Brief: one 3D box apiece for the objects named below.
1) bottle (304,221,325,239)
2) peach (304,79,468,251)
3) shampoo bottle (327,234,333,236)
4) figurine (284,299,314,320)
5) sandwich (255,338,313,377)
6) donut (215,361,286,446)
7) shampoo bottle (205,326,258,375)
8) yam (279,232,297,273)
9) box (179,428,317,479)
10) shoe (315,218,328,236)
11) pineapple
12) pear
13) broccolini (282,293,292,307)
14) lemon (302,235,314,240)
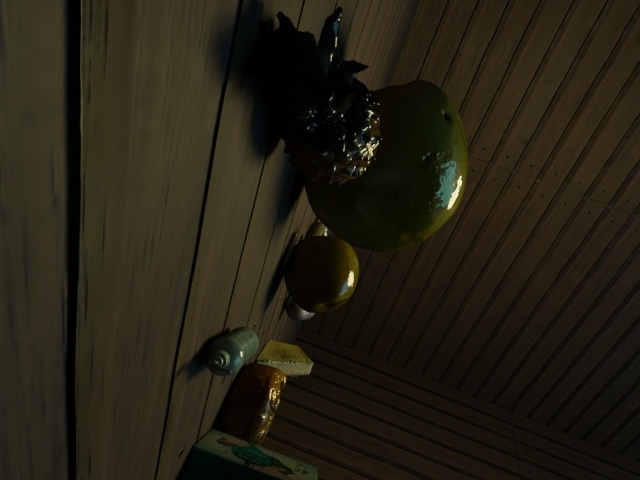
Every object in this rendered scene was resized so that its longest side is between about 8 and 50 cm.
[{"bbox_3d":[-0.020,-0.014,1.399,0.096,0.045,0.045,-62,172,-45],"label":"bottle"},{"bbox_3d":[0.129,-0.141,0.877,0.281,0.315,0.315,-90,156,-59],"label":"peach"},{"bbox_3d":[-0.007,0.082,1.944,0.067,0.068,0.236,94,17,-71],"label":"shampoo bottle"},{"bbox_3d":[-0.060,0.219,1.616,0.111,0.138,0.229,67,21,-10],"label":"figurine"},{"bbox_3d":[-0.142,0.361,1.410,0.162,0.193,0.058,31,-74,57],"label":"sandwich"},{"bbox_3d":[-0.166,0.406,1.082,0.226,0.114,0.226,22,90,-86],"label":"donut"},{"bbox_3d":[-0.132,0.161,0.650,0.195,0.056,0.056,63,48,-84],"label":"shampoo bottle"},{"bbox_3d":[-0.076,0.030,1.054,0.014,0.014,0.107,-57,168,-73],"label":"yam"},{"bbox_3d":[-0.132,0.462,0.870,0.153,0.245,0.092,100,9,-78],"label":"box"},{"bbox_3d":[0.001,-0.001,1.506,0.074,0.077,0.194,41,70,-86],"label":"shoe"},{"bbox_3d":[0.003,-0.136,0.479,0.248,0.128,0.128,35,76,-82],"label":"pineapple"},{"bbox_3d":[0.002,0.087,1.134,0.200,0.200,0.199,21,90,-86],"label":"pear"},{"bbox_3d":[-0.083,0.136,1.462,0.201,0.074,0.058,-52,-132,27],"label":"broccolini"},{"bbox_3d":[-0.025,0.030,1.278,0.110,0.082,0.082,-76,-176,-56],"label":"lemon"}]
